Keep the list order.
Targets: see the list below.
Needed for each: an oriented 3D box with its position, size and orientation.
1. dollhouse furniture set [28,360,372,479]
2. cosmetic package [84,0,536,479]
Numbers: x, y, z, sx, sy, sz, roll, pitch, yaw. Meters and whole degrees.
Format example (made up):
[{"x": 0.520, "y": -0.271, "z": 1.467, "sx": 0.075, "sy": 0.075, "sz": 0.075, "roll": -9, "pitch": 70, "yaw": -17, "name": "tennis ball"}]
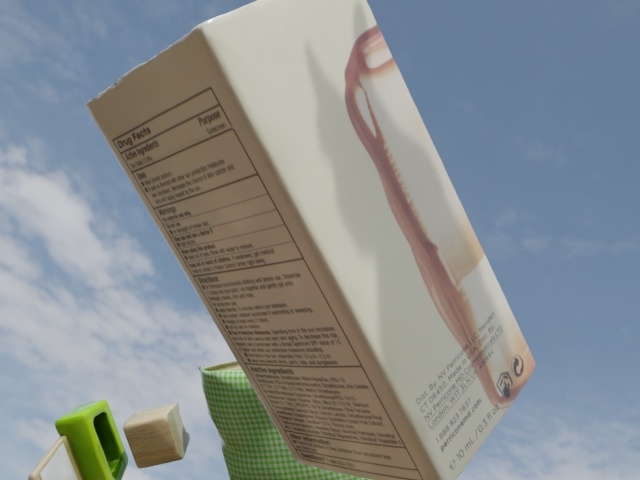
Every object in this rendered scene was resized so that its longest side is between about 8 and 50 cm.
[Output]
[{"x": -0.097, "y": 0.236, "z": 0.666, "sx": 0.302, "sy": 0.151, "sz": 0.197, "roll": -14, "pitch": -78, "yaw": 7, "name": "dollhouse furniture set"}, {"x": 0.000, "y": 0.000, "z": 0.457, "sx": 0.153, "sy": 0.129, "sz": 0.296, "roll": -8, "pitch": -65, "yaw": 49, "name": "cosmetic package"}]
